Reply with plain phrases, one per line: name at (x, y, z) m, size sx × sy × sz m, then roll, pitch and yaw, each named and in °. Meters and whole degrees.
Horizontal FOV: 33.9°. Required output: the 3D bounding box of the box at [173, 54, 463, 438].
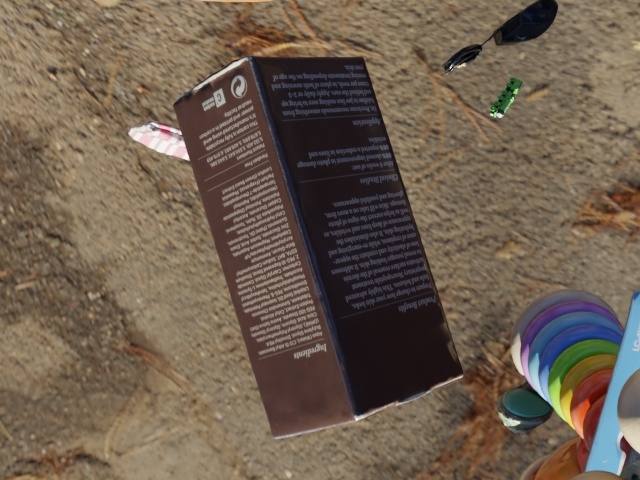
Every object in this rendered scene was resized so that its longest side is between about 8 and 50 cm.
box at (0.000, 0.000, 1.135) m, size 0.191 × 0.143 × 0.381 m, roll -10°, pitch 80°, yaw -48°

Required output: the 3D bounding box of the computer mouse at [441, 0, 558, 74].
computer mouse at (0.238, -0.260, 1.366) m, size 0.242 × 0.071 × 0.041 m, roll -35°, pitch 93°, yaw -35°

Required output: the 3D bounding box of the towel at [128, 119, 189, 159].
towel at (-0.163, -0.117, 1.444) m, size 0.197 × 0.144 × 0.029 m, roll 20°, pitch 84°, yaw -19°

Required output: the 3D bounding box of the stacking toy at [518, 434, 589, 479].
stacking toy at (0.475, 0.246, 1.284) m, size 0.351 × 0.350 × 0.479 m, roll 6°, pitch 123°, yaw -23°

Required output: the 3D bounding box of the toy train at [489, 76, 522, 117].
toy train at (0.292, -0.223, 1.648) m, size 0.083 × 0.024 × 0.017 m, roll -55°, pitch 161°, yaw -25°

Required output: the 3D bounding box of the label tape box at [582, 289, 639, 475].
label tape box at (0.363, 0.167, 0.929) m, size 0.348 × 0.115 × 0.249 m, roll 9°, pitch 100°, yaw -19°

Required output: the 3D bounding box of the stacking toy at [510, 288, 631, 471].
stacking toy at (0.313, 0.162, 1.174) m, size 0.141 × 0.330 × 0.141 m, roll 0°, pitch 103°, yaw -2°

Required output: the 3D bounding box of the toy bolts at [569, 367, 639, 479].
toy bolts at (0.237, 0.114, 0.695) m, size 0.159 × 0.218 × 0.228 m, roll -2°, pitch 126°, yaw -9°

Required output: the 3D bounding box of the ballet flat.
ballet flat at (0.279, 0.227, 1.411) m, size 0.188 × 0.070 × 0.070 m, roll -15°, pitch 119°, yaw -56°
